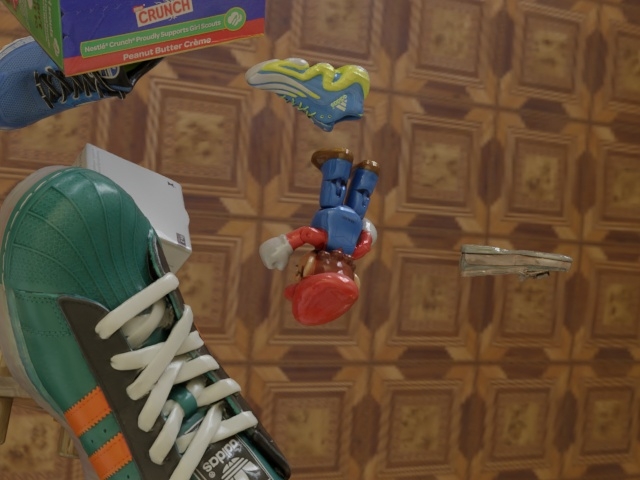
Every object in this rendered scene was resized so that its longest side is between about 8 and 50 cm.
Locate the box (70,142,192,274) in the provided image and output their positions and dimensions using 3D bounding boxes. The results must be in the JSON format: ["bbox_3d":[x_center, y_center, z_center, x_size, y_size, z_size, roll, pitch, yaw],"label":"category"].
[{"bbox_3d":[-0.313,-0.029,1.714,0.182,0.181,0.119,25,119,-31],"label":"box"}]

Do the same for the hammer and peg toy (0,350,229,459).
[{"bbox_3d":[-0.225,0.205,1.325,0.361,0.266,0.127,41,53,-66],"label":"hammer and peg toy"}]

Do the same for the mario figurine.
[{"bbox_3d":[0.000,0.000,1.988,0.198,0.170,0.320,13,74,3],"label":"mario figurine"}]

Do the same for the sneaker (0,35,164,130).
[{"bbox_3d":[-0.369,-0.267,1.670,0.330,0.147,0.129,-34,118,-25],"label":"sneaker"}]

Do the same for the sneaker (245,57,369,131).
[{"bbox_3d":[-0.021,-0.272,2.064,0.240,0.091,0.126,-1,78,-9],"label":"sneaker"}]

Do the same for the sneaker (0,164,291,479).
[{"bbox_3d":[-0.077,0.100,0.592,0.108,0.121,0.302,-37,122,-40],"label":"sneaker"}]

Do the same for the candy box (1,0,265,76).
[{"bbox_3d":[-0.255,-0.341,1.408,0.268,0.317,0.122,-15,124,-25],"label":"candy box"}]

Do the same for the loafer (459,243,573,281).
[{"bbox_3d":[0.216,0.029,1.214,0.045,0.125,0.039,6,91,-70],"label":"loafer"}]
